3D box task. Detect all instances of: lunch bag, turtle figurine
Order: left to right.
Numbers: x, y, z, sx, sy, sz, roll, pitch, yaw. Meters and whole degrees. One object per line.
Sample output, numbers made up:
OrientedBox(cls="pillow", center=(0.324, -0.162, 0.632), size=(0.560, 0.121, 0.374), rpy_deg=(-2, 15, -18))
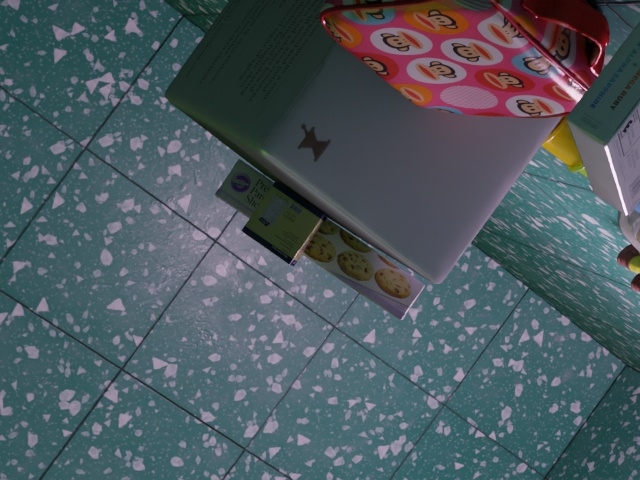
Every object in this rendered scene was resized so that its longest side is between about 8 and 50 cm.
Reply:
OrientedBox(cls="lunch bag", center=(0.171, -0.223, 1.229), size=(0.258, 0.120, 0.293), rpy_deg=(5, 165, 37))
OrientedBox(cls="turtle figurine", center=(0.636, 0.091, 2.102), size=(0.269, 0.087, 0.217), rpy_deg=(37, 178, -30))

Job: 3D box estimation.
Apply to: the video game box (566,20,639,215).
OrientedBox(cls="video game box", center=(0.297, -0.133, 1.026), size=(0.048, 0.187, 0.205), rpy_deg=(40, 180, 25))

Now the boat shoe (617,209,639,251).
OrientedBox(cls="boat shoe", center=(0.571, 0.044, 1.713), size=(0.320, 0.118, 0.103), rpy_deg=(43, -178, -8))

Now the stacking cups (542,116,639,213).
OrientedBox(cls="stacking cups", center=(0.430, -0.073, 1.589), size=(0.316, 0.096, 0.096), rpy_deg=(36, 178, -13))

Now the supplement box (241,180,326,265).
OrientedBox(cls="supplement box", center=(-0.049, -0.022, 1.618), size=(0.083, 0.083, 0.056), rpy_deg=(35, 180, 6))

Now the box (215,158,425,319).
OrientedBox(cls="box", center=(0.000, 0.000, 1.694), size=(0.324, 0.067, 0.063), rpy_deg=(35, 179, 1))

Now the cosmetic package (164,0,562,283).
OrientedBox(cls="cosmetic package", center=(0.055, -0.202, 1.593), size=(0.327, 0.329, 0.394), rpy_deg=(37, 179, -29))
